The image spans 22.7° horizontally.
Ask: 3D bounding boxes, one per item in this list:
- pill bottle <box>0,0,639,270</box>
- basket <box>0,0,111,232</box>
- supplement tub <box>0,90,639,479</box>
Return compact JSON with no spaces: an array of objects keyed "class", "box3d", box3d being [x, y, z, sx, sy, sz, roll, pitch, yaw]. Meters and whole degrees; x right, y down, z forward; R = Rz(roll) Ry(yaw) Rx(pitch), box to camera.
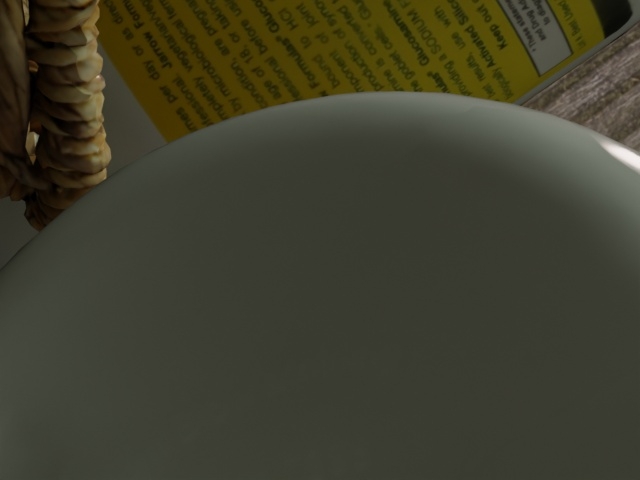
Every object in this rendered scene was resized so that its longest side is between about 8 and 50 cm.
[{"class":"pill bottle","box3d":[-0.018,-0.099,0.771,0.188,0.334,0.188,55,5,-7]},{"class":"basket","box3d":[-0.139,-0.183,0.508,0.223,0.213,0.299,25,18,-27]},{"class":"supplement tub","box3d":[0.054,0.137,0.445,0.241,0.241,0.331,59,6,36]}]
